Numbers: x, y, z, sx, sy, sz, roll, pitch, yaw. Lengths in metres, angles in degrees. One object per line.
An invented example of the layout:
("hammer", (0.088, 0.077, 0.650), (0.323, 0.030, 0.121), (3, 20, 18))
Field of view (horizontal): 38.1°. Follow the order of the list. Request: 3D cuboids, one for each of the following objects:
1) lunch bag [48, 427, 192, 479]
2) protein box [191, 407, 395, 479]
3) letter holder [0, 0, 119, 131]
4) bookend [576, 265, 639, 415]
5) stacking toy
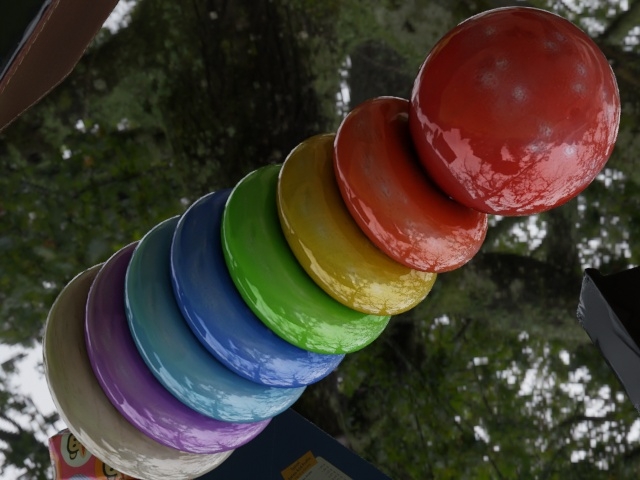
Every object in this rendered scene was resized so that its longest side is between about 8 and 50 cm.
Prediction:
("lunch bag", (-0.192, 0.292, 1.270), (0.258, 0.293, 0.120), (-15, -107, 31))
("protein box", (-0.027, 0.293, 0.833), (0.201, 0.136, 0.200), (29, -128, 28))
("letter holder", (-0.135, -0.221, 0.461), (0.302, 0.152, 0.214), (-50, -169, 20))
("bookend", (0.345, 0.083, 0.854), (0.156, 0.072, 0.157), (-15, -134, -9))
("stacking toy", (0.000, 0.000, 0.470), (0.330, 0.141, 0.141), (-37, -157, 33))
